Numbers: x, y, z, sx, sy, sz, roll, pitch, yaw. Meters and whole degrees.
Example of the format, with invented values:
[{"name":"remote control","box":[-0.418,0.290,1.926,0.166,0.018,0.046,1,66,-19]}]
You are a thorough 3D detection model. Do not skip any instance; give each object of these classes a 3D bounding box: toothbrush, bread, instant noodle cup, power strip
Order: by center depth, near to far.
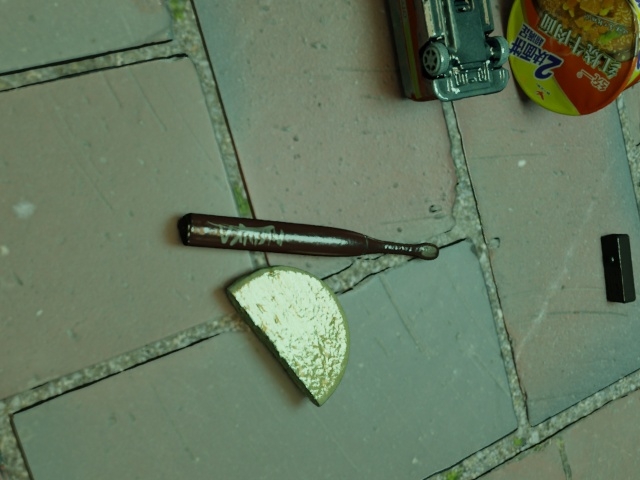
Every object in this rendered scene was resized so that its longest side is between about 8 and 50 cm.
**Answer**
[{"name":"bread","box":[-0.025,0.101,0.924,0.112,0.036,0.193,-43,105,-24]},{"name":"toothbrush","box":[0.000,0.000,0.931,0.364,0.041,0.040,5,89,-27]},{"name":"instant noodle cup","box":[0.401,-0.297,1.037,0.174,0.213,0.213,-22,101,-32]},{"name":"power strip","box":[0.472,0.044,1.164,0.029,0.038,0.111,-10,94,-25]}]

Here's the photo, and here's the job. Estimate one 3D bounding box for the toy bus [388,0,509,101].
[{"name":"toy bus","box":[0.152,-0.312,0.951,0.121,0.120,0.265,-15,98,-25]}]
